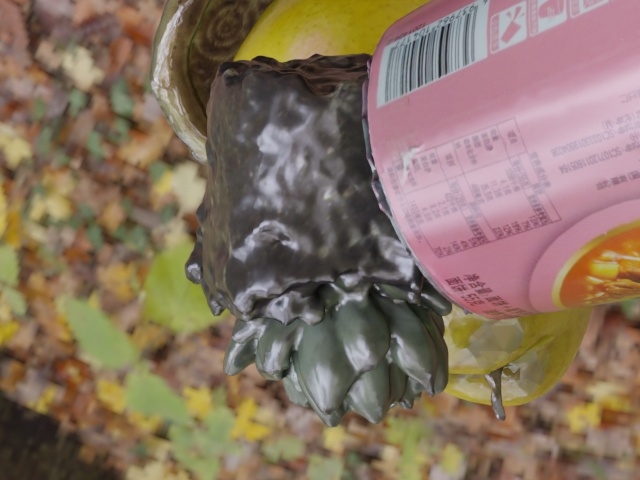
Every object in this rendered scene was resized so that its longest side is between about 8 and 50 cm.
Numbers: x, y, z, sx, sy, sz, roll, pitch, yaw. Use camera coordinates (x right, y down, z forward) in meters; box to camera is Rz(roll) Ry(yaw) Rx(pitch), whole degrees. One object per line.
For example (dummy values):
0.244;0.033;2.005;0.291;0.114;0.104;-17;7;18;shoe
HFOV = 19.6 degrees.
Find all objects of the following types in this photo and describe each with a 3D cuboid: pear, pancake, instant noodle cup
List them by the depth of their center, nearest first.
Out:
0.166;-0.072;0.874;0.255;0.244;0.244;-20;125;34;instant noodle cup
0.060;-0.040;1.229;0.284;0.336;0.285;7;130;8;pear
-0.021;-0.147;1.411;0.235;0.029;0.212;-27;126;-18;pancake

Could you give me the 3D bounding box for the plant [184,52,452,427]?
0.000;0.000;0.975;0.132;0.129;0.195;-4;98;-14;plant
